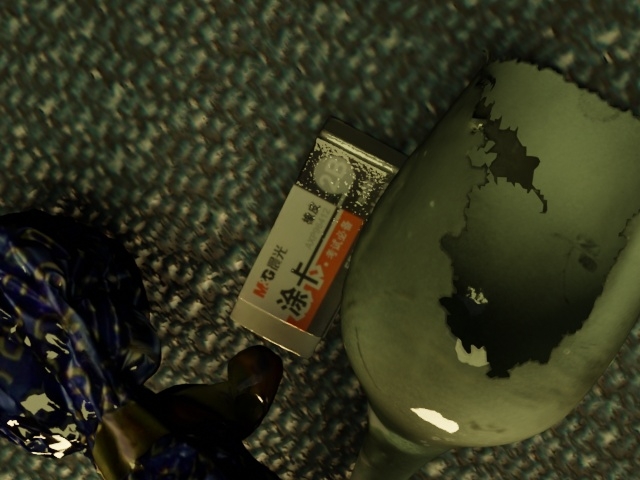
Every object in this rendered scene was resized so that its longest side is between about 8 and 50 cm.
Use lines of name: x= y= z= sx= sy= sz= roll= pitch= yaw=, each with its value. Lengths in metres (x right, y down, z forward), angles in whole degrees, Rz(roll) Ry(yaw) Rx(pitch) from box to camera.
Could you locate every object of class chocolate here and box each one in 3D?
chocolate: x=-0.067 y=0.109 z=0.613 sx=0.148 sy=0.343 sz=0.126 roll=-39 pitch=141 yaw=-10

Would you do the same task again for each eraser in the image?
eraser: x=0.000 y=0.000 z=0.698 sx=0.052 sy=0.029 sz=0.122 roll=28 pitch=116 yaw=0

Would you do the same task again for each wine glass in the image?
wine glass: x=0.054 y=0.070 z=0.661 sx=0.143 sy=0.143 sz=0.321 roll=26 pitch=116 yaw=1
